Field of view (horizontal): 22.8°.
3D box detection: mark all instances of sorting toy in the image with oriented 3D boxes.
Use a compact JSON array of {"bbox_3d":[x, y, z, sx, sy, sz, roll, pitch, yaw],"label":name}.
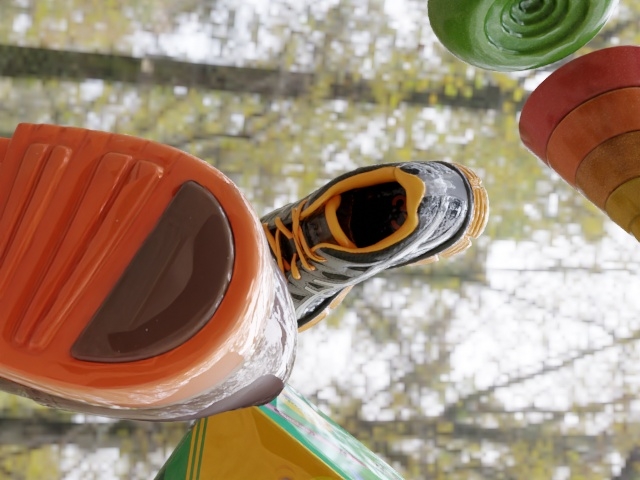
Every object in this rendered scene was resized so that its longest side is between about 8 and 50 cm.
[{"bbox_3d":[0.151,-0.104,0.983,0.127,0.365,0.126,-27,-128,16],"label":"sorting toy"}]

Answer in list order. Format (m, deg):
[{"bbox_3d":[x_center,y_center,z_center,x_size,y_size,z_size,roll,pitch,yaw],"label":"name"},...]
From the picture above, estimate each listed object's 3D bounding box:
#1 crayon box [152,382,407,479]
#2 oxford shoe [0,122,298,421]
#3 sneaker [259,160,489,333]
[{"bbox_3d":[0.018,0.221,0.877,0.278,0.081,0.165,37,-80,14],"label":"crayon box"},{"bbox_3d":[-0.181,0.003,0.669,0.130,0.364,0.133,-65,160,-16],"label":"oxford shoe"},{"bbox_3d":[0.000,0.000,1.035,0.215,0.083,0.084,-27,-107,21],"label":"sneaker"}]
